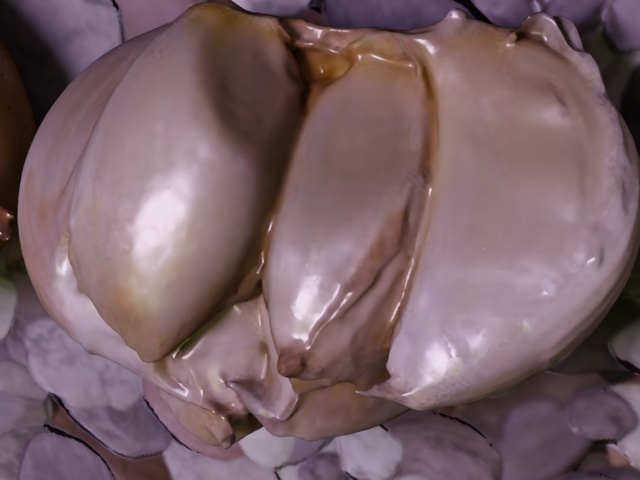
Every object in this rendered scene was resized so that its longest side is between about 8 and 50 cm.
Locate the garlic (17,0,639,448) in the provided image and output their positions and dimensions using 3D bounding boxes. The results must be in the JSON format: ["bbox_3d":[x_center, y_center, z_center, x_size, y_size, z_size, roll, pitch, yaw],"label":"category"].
[{"bbox_3d":[-0.005,0.005,0.708,0.281,0.203,0.185,10,158,6],"label":"garlic"}]

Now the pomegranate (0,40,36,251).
[{"bbox_3d":[-0.248,-0.051,0.789,0.207,0.207,0.207,10,116,21],"label":"pomegranate"}]
